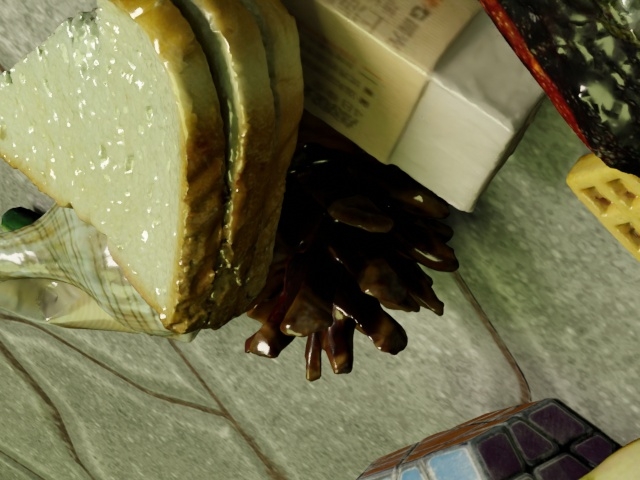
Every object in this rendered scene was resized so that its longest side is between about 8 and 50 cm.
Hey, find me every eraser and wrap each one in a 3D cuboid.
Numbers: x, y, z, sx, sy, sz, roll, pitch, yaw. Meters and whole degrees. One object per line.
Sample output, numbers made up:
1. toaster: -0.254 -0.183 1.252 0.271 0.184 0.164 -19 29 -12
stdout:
1. eraser: -0.005 -0.164 1.212 0.343 0.078 0.144 36 156 5

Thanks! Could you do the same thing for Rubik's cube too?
1. Rubik's cube: 0.158 0.292 1.535 0.319 0.319 0.264 18 175 39

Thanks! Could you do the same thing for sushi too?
1. sushi: 0.166 -0.144 0.942 0.225 0.136 0.126 52 151 -10

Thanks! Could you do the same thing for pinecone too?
1. pinecone: -0.001 0.003 1.353 0.229 0.201 0.202 30 168 -26

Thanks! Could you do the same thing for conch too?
1. conch: -0.195 0.008 1.665 0.386 0.169 0.203 11 142 21

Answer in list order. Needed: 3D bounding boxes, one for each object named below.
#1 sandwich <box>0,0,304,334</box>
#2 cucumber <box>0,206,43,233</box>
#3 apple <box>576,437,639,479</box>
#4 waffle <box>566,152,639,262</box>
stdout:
1. sandwich: -0.132 -0.105 1.235 0.288 0.100 0.254 40 140 37
2. cucumber: -0.289 0.019 1.945 0.115 0.062 0.116 26 145 24
3. apple: 0.343 0.215 1.332 0.193 0.120 0.265 38 162 -30
4. waffle: 0.261 0.004 1.191 0.191 0.032 0.125 43 153 -12
